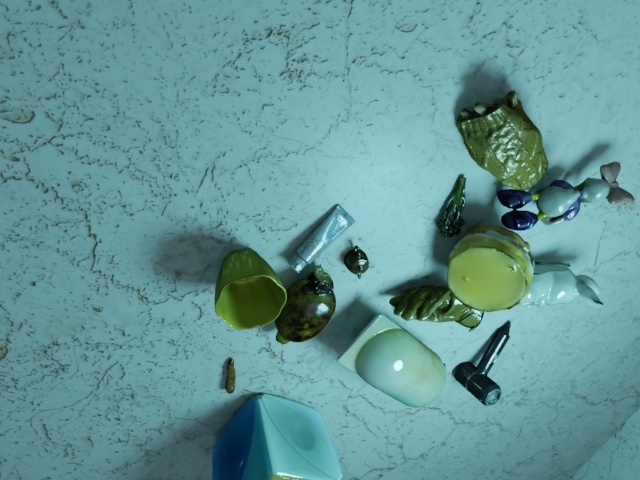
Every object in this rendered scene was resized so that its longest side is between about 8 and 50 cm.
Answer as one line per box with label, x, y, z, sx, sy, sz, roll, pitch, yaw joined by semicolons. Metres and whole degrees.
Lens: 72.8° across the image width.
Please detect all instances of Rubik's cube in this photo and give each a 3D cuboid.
Rubik's cube;-0.172;0.831;1.618;0.348;0.351;0.352;28;108;-31

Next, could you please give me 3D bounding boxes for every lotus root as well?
lotus root;-0.051;0.229;1.385;0.170;0.141;0.314;20;116;-24

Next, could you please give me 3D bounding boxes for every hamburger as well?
hamburger;0.564;0.071;1.427;0.237;0.277;0.276;-45;142;-44

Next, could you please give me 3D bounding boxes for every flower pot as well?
flower pot;-0.211;0.124;1.238;0.195;0.179;0.195;-10;125;-14

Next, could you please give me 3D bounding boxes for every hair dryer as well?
hair dryer;0.724;0.499;1.822;0.107;0.189;0.351;21;100;-31

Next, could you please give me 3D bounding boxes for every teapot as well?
teapot;0.119;0.068;1.380;0.076;0.068;0.121;-11;125;-11

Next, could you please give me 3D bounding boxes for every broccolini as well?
broccolini;0.426;-0.099;1.375;0.091;0.068;0.202;4;122;1

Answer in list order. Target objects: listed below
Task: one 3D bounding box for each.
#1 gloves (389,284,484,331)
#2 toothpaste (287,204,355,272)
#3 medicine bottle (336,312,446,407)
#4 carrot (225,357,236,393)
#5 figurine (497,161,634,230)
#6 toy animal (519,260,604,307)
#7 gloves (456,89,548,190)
gloves;0.402;0.227;1.522;0.332;0.154;0.141;11;85;-9
toothpaste;0.000;0.000;1.309;0.234;0.057;0.089;-44;127;5
medicine bottle;0.252;0.425;1.558;0.236;0.235;0.406;-42;125;11
carrot;-0.315;0.479;1.532;0.036;0.035;0.164;0;120;-18
figurine;0.776;-0.139;1.380;0.422;0.193;0.154;-13;82;-18
toy animal;0.847;0.168;1.595;0.326;0.208;0.153;4;111;27
gloves;0.536;-0.278;1.236;0.357;0.155;0.203;34;103;-29
